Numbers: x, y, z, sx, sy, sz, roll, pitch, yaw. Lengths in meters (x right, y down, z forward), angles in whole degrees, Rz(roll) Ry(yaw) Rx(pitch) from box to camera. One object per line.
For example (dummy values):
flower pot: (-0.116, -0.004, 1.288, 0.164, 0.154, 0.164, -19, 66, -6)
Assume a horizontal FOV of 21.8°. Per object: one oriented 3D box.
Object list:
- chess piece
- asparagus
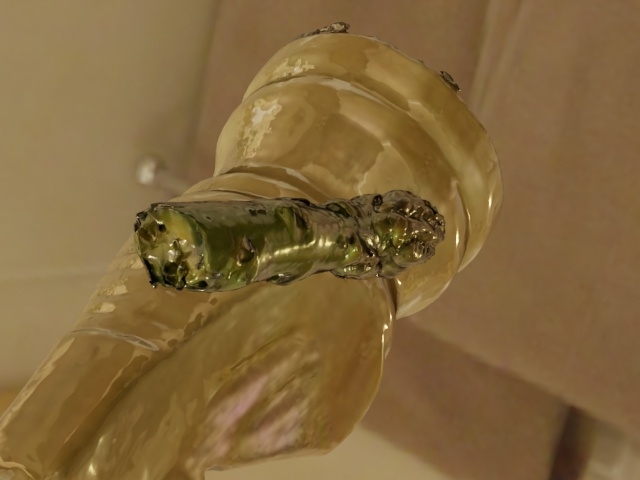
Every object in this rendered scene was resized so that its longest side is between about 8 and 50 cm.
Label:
chess piece: (-0.034, 0.038, 0.698, 0.137, 0.137, 0.301, 19, -138, 18)
asparagus: (0.000, 0.000, 0.522, 0.036, 0.030, 0.165, -25, 170, 27)
